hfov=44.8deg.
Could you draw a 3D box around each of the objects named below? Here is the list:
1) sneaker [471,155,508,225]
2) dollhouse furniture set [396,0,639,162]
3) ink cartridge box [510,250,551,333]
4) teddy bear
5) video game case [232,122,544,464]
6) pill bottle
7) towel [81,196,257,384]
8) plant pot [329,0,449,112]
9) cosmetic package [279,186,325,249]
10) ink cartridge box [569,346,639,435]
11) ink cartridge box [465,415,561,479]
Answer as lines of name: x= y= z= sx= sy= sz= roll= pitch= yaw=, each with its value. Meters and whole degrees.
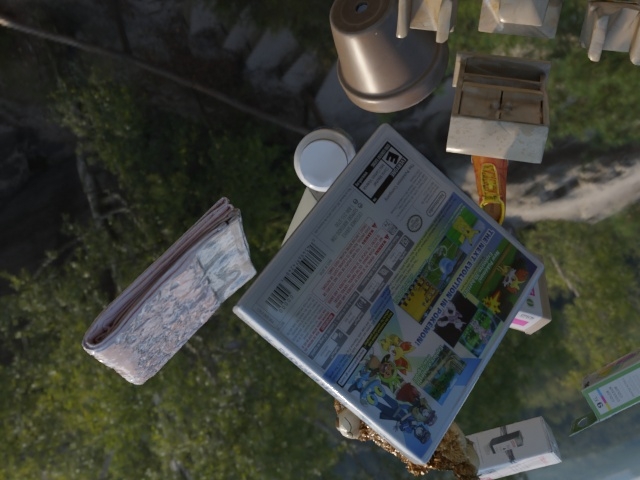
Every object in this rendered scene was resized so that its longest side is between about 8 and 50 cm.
sneaker: x=0.302 y=-0.101 z=1.361 sx=0.064 sy=0.175 sz=0.067 roll=-9 pitch=-156 yaw=12
dollhouse furniture set: x=0.313 y=-0.363 z=1.232 sx=0.362 sy=0.256 sz=0.394 roll=8 pitch=128 yaw=8
ink cartridge box: x=0.436 y=0.103 z=1.892 sx=0.234 sy=0.193 sz=0.088 roll=16 pitch=143 yaw=-21
teddy bear: x=0.149 y=0.360 z=1.462 sx=0.113 sy=0.338 sz=0.245 roll=-55 pitch=152 yaw=-18
video game case: x=0.101 y=0.059 z=0.989 sx=0.329 sy=0.300 sz=0.036 roll=-52 pitch=-173 yaw=-25
pill bottle: x=0.012 y=-0.164 z=1.549 sx=0.124 sy=0.124 sz=0.221 roll=-24 pitch=-171 yaw=7
towel: x=-0.240 y=0.104 z=1.322 sx=0.317 sy=0.053 sz=0.332 roll=-45 pitch=166 yaw=-14
plant pot: x=0.129 y=-0.453 z=1.730 sx=0.263 sy=0.263 sz=0.229 roll=-27 pitch=147 yaw=14
cosmetic package: x=0.000 y=0.000 z=2.074 sx=0.160 sy=0.113 sz=0.309 roll=-8 pitch=139 yaw=-34
ink cartridge box: x=0.503 y=0.248 z=1.321 sx=0.209 sy=0.062 sz=0.109 roll=-34 pitch=171 yaw=17
ink cartridge box: x=0.452 y=0.505 z=1.863 sx=0.218 sy=0.092 sz=0.158 roll=-18 pitch=151 yaw=17
